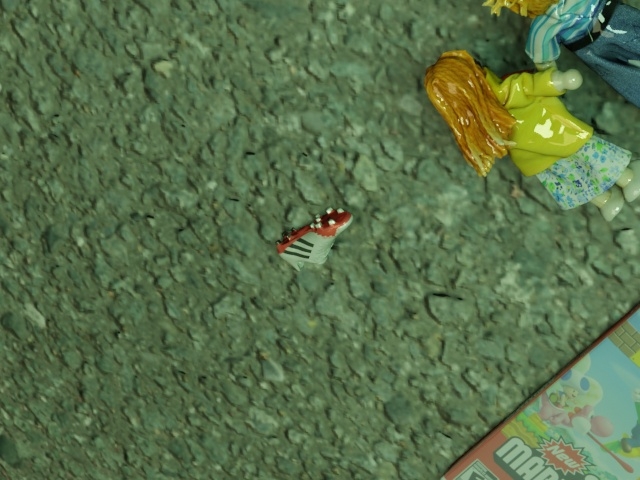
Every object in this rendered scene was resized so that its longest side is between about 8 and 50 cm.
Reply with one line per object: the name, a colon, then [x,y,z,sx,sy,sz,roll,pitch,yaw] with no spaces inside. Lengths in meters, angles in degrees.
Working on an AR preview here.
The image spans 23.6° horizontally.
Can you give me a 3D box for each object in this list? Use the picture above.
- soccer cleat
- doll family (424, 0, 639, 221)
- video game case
soccer cleat: [0.000,0.000,1.202,0.083,0.029,0.035,-25,111,41]
doll family: [0.162,-0.110,0.958,0.163,0.118,0.263,32,129,-13]
video game case: [0.246,0.178,1.160,0.204,0.025,0.285,43,129,2]
